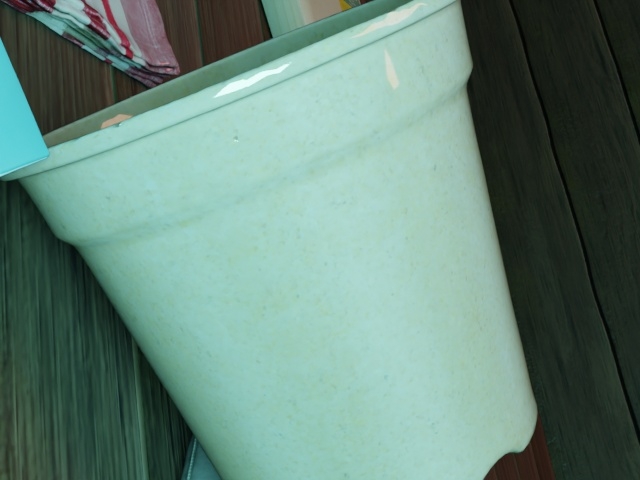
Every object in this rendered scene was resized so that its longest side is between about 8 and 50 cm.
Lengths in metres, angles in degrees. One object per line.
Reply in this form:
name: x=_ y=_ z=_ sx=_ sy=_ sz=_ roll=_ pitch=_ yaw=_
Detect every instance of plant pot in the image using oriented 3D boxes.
plant pot: x=-0.005 y=0.022 z=0.812 sx=0.334 sy=0.333 sz=0.306 roll=-58 pitch=128 yaw=-70

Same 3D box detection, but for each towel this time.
towel: x=-0.222 y=-0.276 z=0.965 sx=0.329 sy=0.037 sz=0.237 roll=24 pitch=48 yaw=-68

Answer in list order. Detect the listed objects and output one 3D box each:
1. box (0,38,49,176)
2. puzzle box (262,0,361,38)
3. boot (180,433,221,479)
box: x=-0.242 y=-0.136 z=0.624 sx=0.060 sy=0.100 sz=0.244 roll=-47 pitch=117 yaw=-70
puzzle box: x=0.017 y=-0.271 z=1.717 sx=0.409 sy=0.052 sz=0.272 roll=5 pitch=67 yaw=-73
boot: x=-0.051 y=0.196 z=0.932 sx=0.189 sy=0.076 sz=0.209 roll=38 pitch=27 yaw=-38
